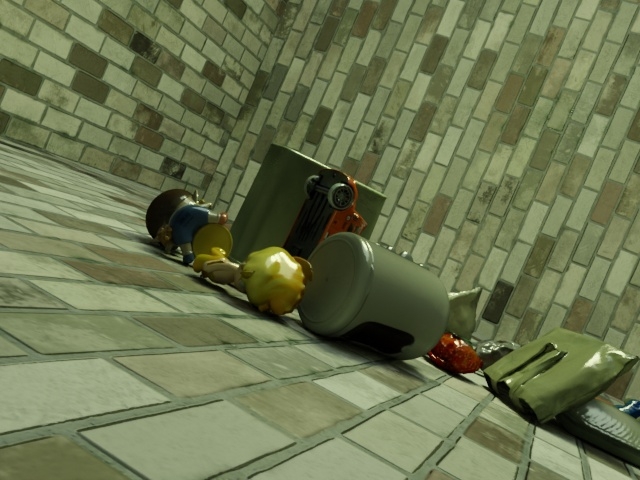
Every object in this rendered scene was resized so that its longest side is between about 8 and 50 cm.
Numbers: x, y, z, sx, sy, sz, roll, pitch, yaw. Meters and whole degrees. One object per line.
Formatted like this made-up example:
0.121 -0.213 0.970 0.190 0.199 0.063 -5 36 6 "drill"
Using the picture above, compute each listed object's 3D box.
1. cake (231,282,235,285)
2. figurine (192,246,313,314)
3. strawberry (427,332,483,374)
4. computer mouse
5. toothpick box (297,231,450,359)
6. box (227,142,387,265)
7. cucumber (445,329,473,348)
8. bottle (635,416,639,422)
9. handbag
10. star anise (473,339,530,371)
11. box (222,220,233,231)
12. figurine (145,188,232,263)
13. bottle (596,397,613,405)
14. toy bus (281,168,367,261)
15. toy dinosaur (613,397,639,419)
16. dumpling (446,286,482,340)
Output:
-0.169 0.093 1.441 0.121 0.065 0.052 0 -8 23 "cake"
-0.132 0.069 1.303 0.246 0.131 0.156 13 -18 22 "figurine"
0.308 0.278 1.619 0.121 0.082 0.188 44 -16 -20 "strawberry"
0.666 0.427 1.478 0.330 0.095 0.197 24 6 14 "computer mouse"
0.131 0.117 1.376 0.316 0.229 0.229 23 1 -34 "toothpick box"
-0.042 -0.031 1.768 0.351 0.344 0.177 24 4 -25 "box"
0.306 0.270 1.748 0.211 0.078 0.062 21 17 -31 "cucumber"
0.843 0.488 1.641 0.110 0.110 0.233 25 2 40 "bottle"
0.523 0.295 1.492 0.109 0.253 0.316 63 -5 -8 "handbag"
0.572 0.350 1.836 0.359 0.139 0.316 23 8 -23 "star anise"
-0.389 -0.053 2.159 0.215 0.086 0.215 23 1 8 "box"
-0.316 -0.035 1.539 0.158 0.161 0.275 51 -12 -32 "figurine"
0.799 0.488 1.890 0.187 0.069 0.069 25 1 -25 "bottle"
0.000 0.000 1.580 0.153 0.329 0.143 26 -1 -34 "toy bus"
0.786 0.435 1.674 0.247 0.075 0.188 -18 -18 15 "toy dinosaur"
0.393 0.219 1.960 0.175 0.227 0.243 42 -3 2 "dumpling"
